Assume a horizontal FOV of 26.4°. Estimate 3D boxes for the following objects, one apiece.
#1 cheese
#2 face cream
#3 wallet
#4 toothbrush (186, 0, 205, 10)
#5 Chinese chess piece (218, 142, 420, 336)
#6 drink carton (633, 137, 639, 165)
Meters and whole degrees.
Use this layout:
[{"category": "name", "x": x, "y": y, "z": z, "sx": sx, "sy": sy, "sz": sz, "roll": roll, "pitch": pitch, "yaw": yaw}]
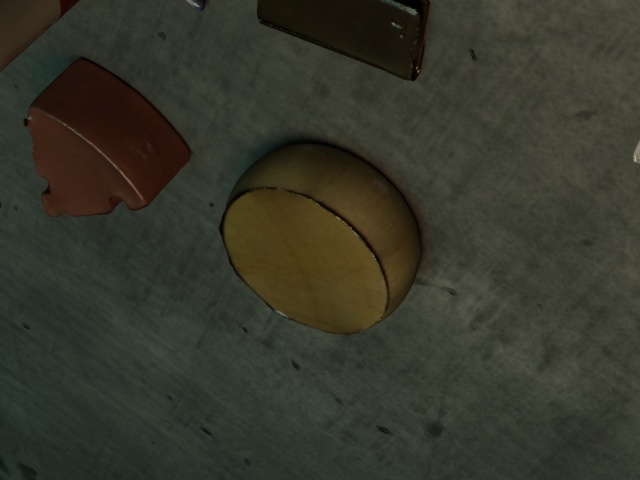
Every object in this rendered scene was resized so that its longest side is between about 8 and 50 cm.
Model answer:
[{"category": "cheese", "x": -0.275, "y": -0.106, "z": 1.798, "sx": 0.177, "sy": 0.128, "sz": 0.203, "roll": 22, "pitch": 139, "yaw": 19}, {"category": "face cream", "x": -0.360, "y": -0.282, "z": 1.611, "sx": 0.095, "sy": 0.214, "sz": 0.096, "roll": 21, "pitch": 139, "yaw": 19}, {"category": "wallet", "x": 0.023, "y": -0.251, "z": 1.494, "sx": 0.198, "sy": 0.031, "sz": 0.110, "roll": 24, "pitch": 140, "yaw": 15}, {"category": "toothbrush", "x": -0.247, "y": -0.350, "z": 1.611, "sx": 0.269, "sy": 0.021, "sz": 0.027, "roll": 34, "pitch": 148, "yaw": 4}, {"category": "Chinese chess piece", "x": 0.000, "y": 0.000, "z": 1.711, "sx": 0.257, "sy": 0.104, "sz": 0.257, "roll": 22, "pitch": 140, "yaw": 19}, {"category": "drink carton", "x": 0.385, "y": -0.187, "z": 1.196, "sx": 0.106, "sy": 0.130, "sz": 0.315, "roll": 28, "pitch": 141, "yaw": 14}]
